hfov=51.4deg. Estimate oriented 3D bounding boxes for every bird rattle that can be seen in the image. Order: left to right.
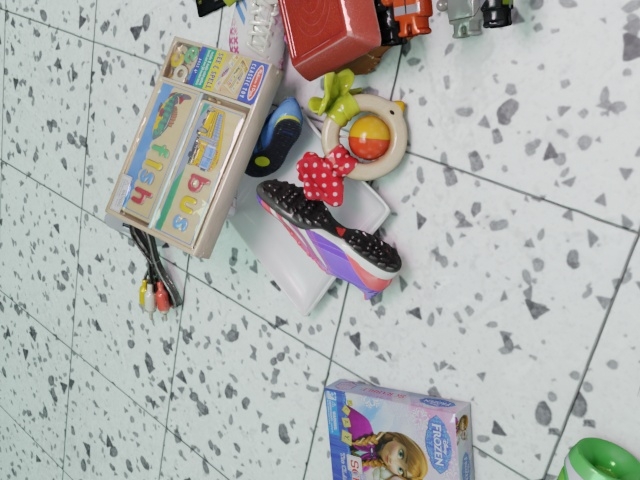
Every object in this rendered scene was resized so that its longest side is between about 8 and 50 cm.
[{"bbox_3d":[0.060,-0.189,1.253,0.207,0.143,0.253,4,86,4],"label":"bird rattle"}]

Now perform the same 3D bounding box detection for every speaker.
[{"bbox_3d":[0.428,0.480,1.107,0.131,0.131,0.296,28,116,32],"label":"speaker"}]

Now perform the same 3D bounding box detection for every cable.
[{"bbox_3d":[-0.445,0.084,1.754,0.139,0.072,0.287,14,124,36],"label":"cable"}]

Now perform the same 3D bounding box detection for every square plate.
[{"bbox_3d":[-0.042,-0.070,1.436,0.347,0.049,0.344,50,126,20],"label":"square plate"}]

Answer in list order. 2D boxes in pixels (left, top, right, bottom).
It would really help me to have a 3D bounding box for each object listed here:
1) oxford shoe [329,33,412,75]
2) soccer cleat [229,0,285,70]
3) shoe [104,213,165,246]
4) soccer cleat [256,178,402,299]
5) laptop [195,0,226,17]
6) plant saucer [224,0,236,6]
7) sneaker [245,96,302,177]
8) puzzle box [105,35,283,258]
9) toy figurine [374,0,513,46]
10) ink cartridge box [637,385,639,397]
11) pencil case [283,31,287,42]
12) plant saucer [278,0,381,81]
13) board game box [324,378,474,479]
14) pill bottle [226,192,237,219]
[{"bbox_3d":[0.095,-0.359,1.263,0.212,0.076,0.076,-10,122,38],"label":"oxford shoe"},{"bbox_3d":[-0.122,-0.464,1.349,0.143,0.116,0.331,-137,48,-71],"label":"soccer cleat"},{"bbox_3d":[-0.487,-0.046,1.803,0.178,0.081,0.063,21,118,3],"label":"shoe"},{"bbox_3d":[0.000,0.000,1.292,0.318,0.108,0.116,32,126,1],"label":"soccer cleat"},{"bbox_3d":[-0.258,-0.654,1.437,0.234,0.136,0.264,-7,95,41],"label":"laptop"},{"bbox_3d":[-0.158,-0.577,1.279,0.188,0.045,0.188,-11,79,56],"label":"plant saucer"},{"bbox_3d":[-0.098,-0.213,1.389,0.209,0.069,0.082,-47,35,44],"label":"sneaker"},{"bbox_3d":[-0.265,-0.195,1.363,0.272,0.052,0.409,23,92,27],"label":"puzzle box"},{"bbox_3d":[0.190,-0.401,1.061,0.209,0.213,0.148,-8,101,-4],"label":"toy figurine"},{"bbox_3d":[0.554,0.230,1.016,0.115,0.029,0.063,19,110,34],"label":"ink cartridge box"},{"bbox_3d":[-0.013,-0.486,1.301,0.095,0.098,0.209,46,132,54],"label":"pencil case"},{"bbox_3d":[-0.008,-0.430,1.158,0.258,0.048,0.259,-3,101,61],"label":"plant saucer"},{"bbox_3d":[0.161,0.467,1.366,0.318,0.066,0.318,0,99,39],"label":"board game box"},{"bbox_3d":[-0.258,-0.196,1.483,0.161,0.161,0.283,-3,79,40],"label":"pill bottle"}]
